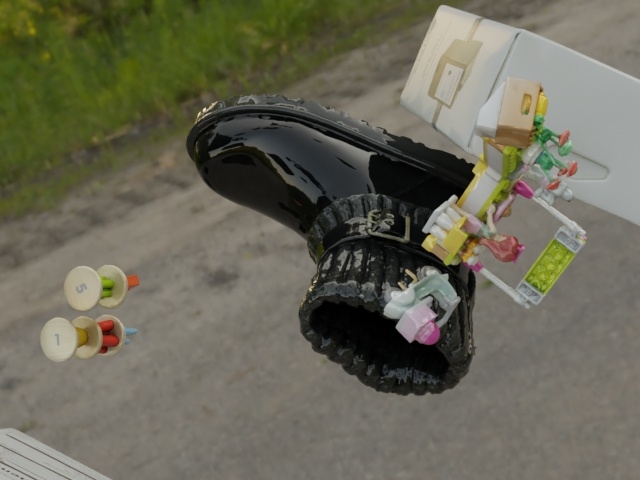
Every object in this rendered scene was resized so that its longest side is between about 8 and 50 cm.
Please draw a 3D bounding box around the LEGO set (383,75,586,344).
[{"bbox_3d":[0.154,-0.021,0.958,0.107,0.287,0.132,39,52,12],"label":"LEGO set"}]

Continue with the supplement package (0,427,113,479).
[{"bbox_3d":[-0.167,0.263,0.665,0.204,0.262,0.145,25,-4,9],"label":"supplement package"}]

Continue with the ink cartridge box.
[{"bbox_3d":[0.219,-0.128,1.205,0.211,0.122,0.289,20,11,-13],"label":"ink cartridge box"}]

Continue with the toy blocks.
[{"bbox_3d":[-0.258,0.086,1.490,0.054,0.123,0.148,32,12,22],"label":"toy blocks"}]

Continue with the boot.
[{"bbox_3d":[0.001,-0.003,1.231,0.348,0.131,0.260,14,48,7],"label":"boot"}]
